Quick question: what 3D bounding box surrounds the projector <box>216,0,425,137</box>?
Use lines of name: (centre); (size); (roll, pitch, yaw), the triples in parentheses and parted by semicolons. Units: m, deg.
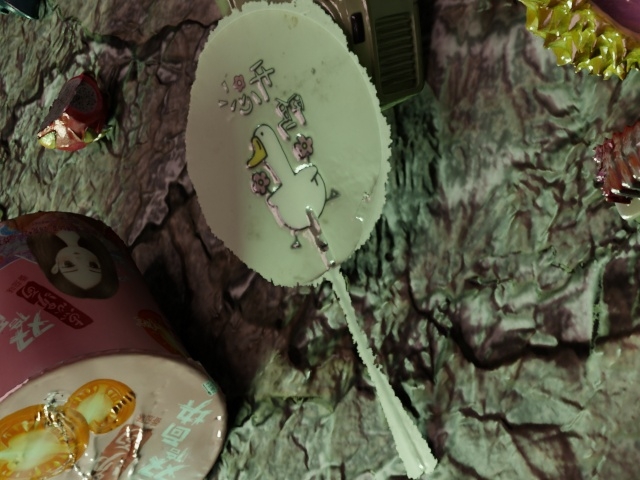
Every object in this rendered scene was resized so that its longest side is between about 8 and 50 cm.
projector: (-0.018, -0.224, 1.404); (0.193, 0.088, 0.269); (-24, 86, 43)

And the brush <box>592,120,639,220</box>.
brush: (0.307, -0.102, 1.105); (0.321, 0.050, 0.060); (-30, 57, 40)

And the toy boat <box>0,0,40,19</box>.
toy boat: (-0.346, -0.275, 1.861); (0.141, 0.055, 0.060); (42, 105, 44)

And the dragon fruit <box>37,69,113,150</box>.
dragon fruit: (-0.240, -0.124, 1.707); (0.056, 0.060, 0.083); (-16, 40, 47)

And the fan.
fan: (0.001, 0.000, 1.372); (0.233, 0.012, 0.414); (-31, 77, 43)

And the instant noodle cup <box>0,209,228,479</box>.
instant noodle cup: (-0.231, 0.113, 1.528); (0.243, 0.243, 0.231); (-55, 41, 25)

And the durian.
durian: (0.199, -0.196, 1.204); (0.132, 0.165, 0.182); (-18, 91, 12)
